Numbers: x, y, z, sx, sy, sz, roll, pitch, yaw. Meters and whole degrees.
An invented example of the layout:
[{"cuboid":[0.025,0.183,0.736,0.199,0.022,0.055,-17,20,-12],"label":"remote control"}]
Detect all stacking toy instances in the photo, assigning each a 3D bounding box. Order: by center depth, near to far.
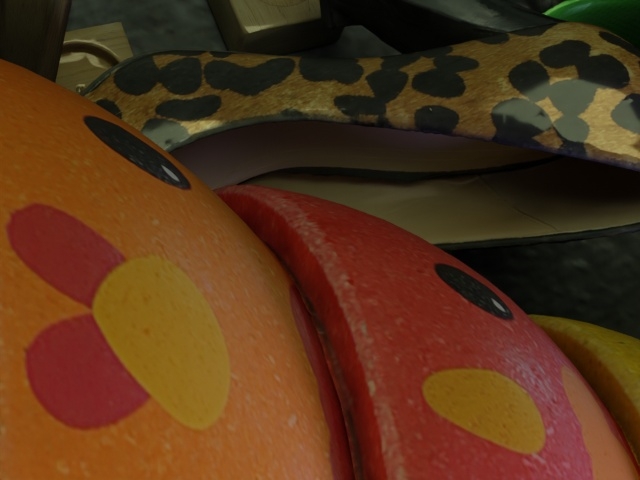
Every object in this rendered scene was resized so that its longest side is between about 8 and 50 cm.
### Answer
[{"cuboid":[0.034,0.117,0.524,0.480,0.350,0.350,4,62,-26],"label":"stacking toy"}]

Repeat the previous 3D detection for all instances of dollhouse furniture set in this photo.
[{"cuboid":[-0.062,-0.132,0.712,0.151,0.123,0.144,-14,68,-21],"label":"dollhouse furniture set"}]

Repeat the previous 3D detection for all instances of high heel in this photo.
[{"cuboid":[0.000,0.000,0.631,0.261,0.093,0.186,-43,53,-19],"label":"high heel"}]

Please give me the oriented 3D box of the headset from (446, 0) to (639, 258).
[{"cuboid":[0.221,0.001,0.680,0.394,0.185,0.243,16,60,7],"label":"headset"}]
